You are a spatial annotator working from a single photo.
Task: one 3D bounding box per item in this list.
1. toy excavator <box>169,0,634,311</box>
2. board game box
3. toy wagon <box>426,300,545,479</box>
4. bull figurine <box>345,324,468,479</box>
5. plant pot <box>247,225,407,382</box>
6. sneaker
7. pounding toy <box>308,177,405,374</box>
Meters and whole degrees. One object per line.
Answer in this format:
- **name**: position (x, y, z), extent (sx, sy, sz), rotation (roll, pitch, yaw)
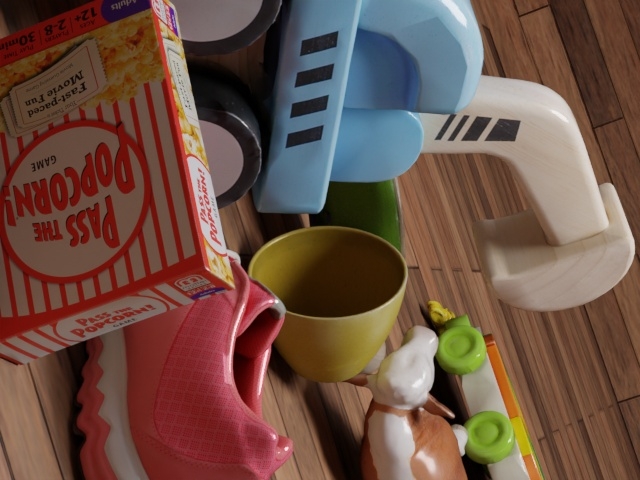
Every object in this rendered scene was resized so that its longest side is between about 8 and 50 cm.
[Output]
- **toy excavator**: position (0.062, -0.120, 1.399), extent (0.222, 0.445, 0.433), rotation (-98, -167, -48)
- **board game box**: position (-0.141, -0.041, 1.071), extent (0.045, 0.147, 0.193), rotation (39, 34, -63)
- **toy wagon**: position (0.193, 0.201, 2.008), extent (0.267, 0.068, 0.344), rotation (65, 8, -50)
- **bull figurine**: position (0.095, 0.229, 1.618), extent (0.188, 0.101, 0.310), rotation (-11, 92, -76)
- **plant pot**: position (0.006, 0.064, 1.529), extent (0.134, 0.134, 0.095), rotation (-88, 178, -55)
- **sneaker**: position (-0.088, 0.040, 1.175), extent (0.116, 0.136, 0.314), rotation (46, 27, -57)
- **pounding toy**: position (0.000, 0.000, 1.654), extent (0.183, 0.110, 0.237), rotation (-108, -164, -44)
